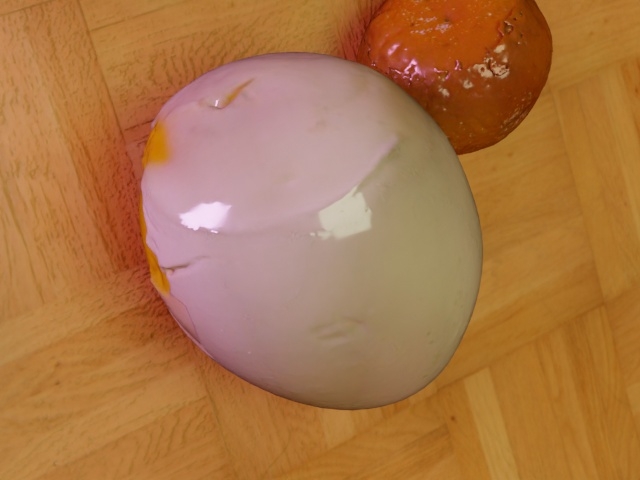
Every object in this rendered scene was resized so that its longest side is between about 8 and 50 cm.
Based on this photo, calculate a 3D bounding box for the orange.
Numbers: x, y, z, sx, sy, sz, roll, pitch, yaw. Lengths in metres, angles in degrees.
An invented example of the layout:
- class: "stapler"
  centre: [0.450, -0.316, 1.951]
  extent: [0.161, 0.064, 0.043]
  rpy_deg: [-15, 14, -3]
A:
- class: "orange"
  centre: [0.130, -0.171, 1.328]
  extent: [0.193, 0.193, 0.161]
  rpy_deg: [-52, 141, -19]

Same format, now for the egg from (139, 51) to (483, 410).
- class: "egg"
  centre: [0.000, 0.000, 1.200]
  extent: [0.283, 0.283, 0.345]
  rpy_deg: [-50, 129, -20]
